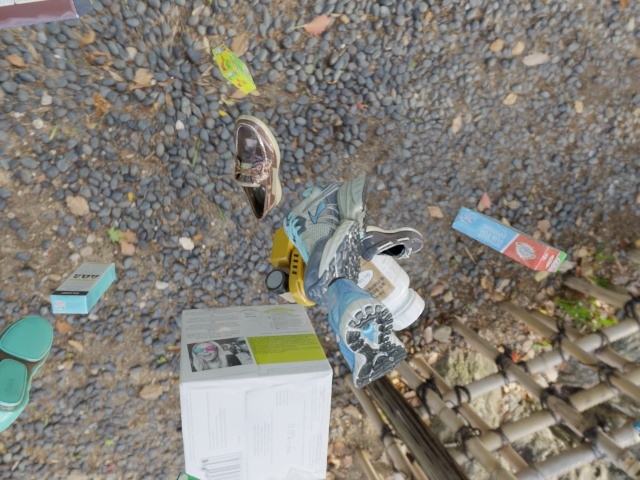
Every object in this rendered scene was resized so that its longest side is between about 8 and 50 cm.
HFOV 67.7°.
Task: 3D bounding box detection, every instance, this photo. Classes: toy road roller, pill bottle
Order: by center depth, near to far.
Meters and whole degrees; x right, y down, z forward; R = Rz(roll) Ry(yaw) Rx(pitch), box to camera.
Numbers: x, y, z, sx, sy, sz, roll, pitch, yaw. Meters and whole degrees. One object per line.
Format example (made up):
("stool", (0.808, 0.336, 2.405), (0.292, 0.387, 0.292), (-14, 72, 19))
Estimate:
("pill bottle", (0.133, 0.097, 1.124), (0.131, 0.131, 0.229), (-43, 100, 0))
("toy road roller", (-0.053, 0.098, 1.883), (0.241, 0.329, 0.202), (-13, 146, 29))

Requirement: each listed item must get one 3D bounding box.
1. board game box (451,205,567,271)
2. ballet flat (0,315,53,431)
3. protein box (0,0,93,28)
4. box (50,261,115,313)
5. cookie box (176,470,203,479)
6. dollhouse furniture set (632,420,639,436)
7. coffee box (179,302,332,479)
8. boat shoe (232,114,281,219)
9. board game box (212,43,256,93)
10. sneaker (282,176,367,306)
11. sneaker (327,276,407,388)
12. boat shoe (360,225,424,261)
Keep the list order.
("board game box", (0.535, 0.001, 1.335), (0.317, 0.242, 0.064), (7, 111, -55))
("ballet flat", (-0.504, 0.213, 0.769), (0.083, 0.247, 0.087), (36, 98, -27))
("protein box", (-0.429, -0.350, 0.617), (0.201, 0.200, 0.135), (-14, 121, -12))
("box", (-0.728, 0.141, 1.480), (0.101, 0.244, 0.060), (2, 111, -4))
("cookie box", (-0.186, 0.423, 0.762), (0.107, 0.040, 0.091), (21, 131, 2))
("dollhouse furniture set", (0.496, 0.184, 0.494), (0.198, 0.286, 0.303), (35, 98, 4))
("coffee box", (-0.181, 0.390, 1.233), (0.339, 0.334, 0.337), (-2, 111, -15))
("boat shoe", (-0.196, -0.204, 1.420), (0.123, 0.123, 0.341), (14, 139, 15))
("board game box", (-0.277, -0.554, 1.553), (0.043, 0.181, 0.092), (-25, 83, 12))
("sneaker", (0.000, 0.000, 0.709), (0.122, 0.283, 0.110), (1, 121, 12))
("sneaker", (0.043, 0.092, 0.493), (0.063, 0.073, 0.162), (-27, 138, -12))
("boat shoe", (0.143, 0.017, 0.945), (0.206, 0.065, 0.075), (4, 137, -44))
